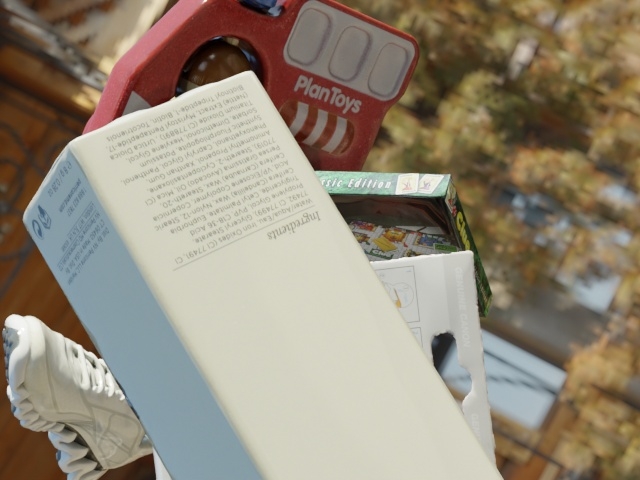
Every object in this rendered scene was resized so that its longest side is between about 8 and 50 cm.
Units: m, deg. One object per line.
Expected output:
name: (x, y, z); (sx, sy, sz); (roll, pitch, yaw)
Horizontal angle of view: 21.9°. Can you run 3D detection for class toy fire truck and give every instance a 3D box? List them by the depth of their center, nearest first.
toy fire truck: (-0.063, -0.120, 1.513); (0.302, 0.169, 0.254); (18, -83, -42)

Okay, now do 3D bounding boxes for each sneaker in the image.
sneaker: (-0.236, 0.150, 1.660); (0.292, 0.118, 0.110); (68, -169, -60)

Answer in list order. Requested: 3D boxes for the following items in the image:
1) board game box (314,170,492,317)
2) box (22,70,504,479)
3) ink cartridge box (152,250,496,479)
board game box: (0.000, 0.000, 1.328); (0.030, 0.260, 0.136); (-65, -34, -35)
box: (-0.019, 0.067, 0.771); (0.113, 0.275, 0.094); (-24, -11, -33)
ink cartridge box: (-0.003, 0.105, 1.110); (0.056, 0.225, 0.181); (173, 91, -82)
